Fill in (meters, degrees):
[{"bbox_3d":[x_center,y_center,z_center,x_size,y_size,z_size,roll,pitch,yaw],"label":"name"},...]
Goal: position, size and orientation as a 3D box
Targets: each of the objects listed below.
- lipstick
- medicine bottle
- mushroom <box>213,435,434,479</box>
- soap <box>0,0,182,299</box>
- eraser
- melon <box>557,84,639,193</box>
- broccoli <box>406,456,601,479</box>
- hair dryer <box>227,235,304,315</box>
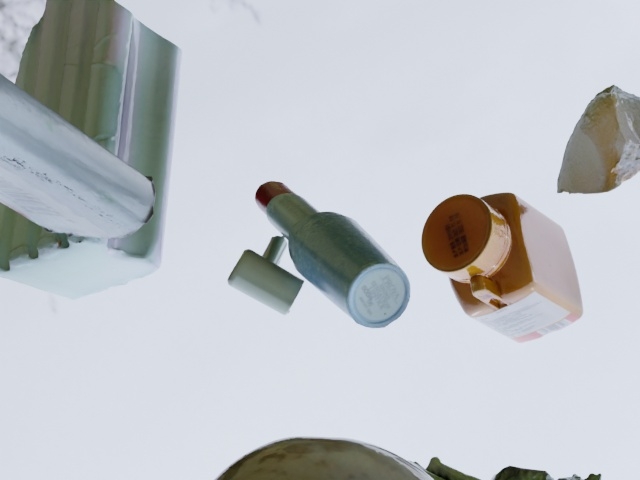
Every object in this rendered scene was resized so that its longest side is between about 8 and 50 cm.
[{"bbox_3d":[0.000,0.000,1.266,0.068,0.061,0.274,-13,-157,-17],"label":"lipstick"},{"bbox_3d":[0.227,0.026,1.766,0.112,0.222,0.149,-26,-124,28],"label":"medicine bottle"},{"bbox_3d":[-0.005,0.265,0.963,0.243,0.243,0.243,-25,-157,11],"label":"mushroom"},{"bbox_3d":[-0.264,-0.122,1.591,0.208,0.115,0.347,-18,-120,40],"label":"soap"},{"bbox_3d":[-0.287,-0.083,1.326,0.174,0.227,0.081,5,-111,36],"label":"eraser"},{"bbox_3d":[0.390,-0.135,1.792,0.202,0.139,0.093,-26,-153,-13],"label":"melon"},{"bbox_3d":[0.152,0.322,1.250,0.375,0.249,0.302,5,171,-39],"label":"broccoli"},{"bbox_3d":[-0.043,0.023,1.296,0.038,0.063,0.124,-59,-177,22],"label":"hair dryer"}]
